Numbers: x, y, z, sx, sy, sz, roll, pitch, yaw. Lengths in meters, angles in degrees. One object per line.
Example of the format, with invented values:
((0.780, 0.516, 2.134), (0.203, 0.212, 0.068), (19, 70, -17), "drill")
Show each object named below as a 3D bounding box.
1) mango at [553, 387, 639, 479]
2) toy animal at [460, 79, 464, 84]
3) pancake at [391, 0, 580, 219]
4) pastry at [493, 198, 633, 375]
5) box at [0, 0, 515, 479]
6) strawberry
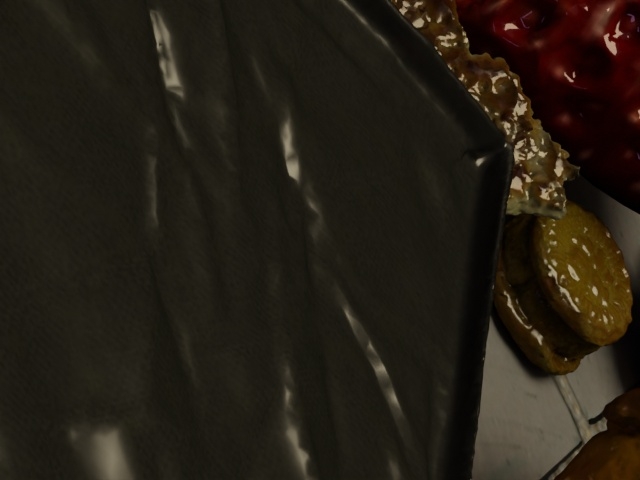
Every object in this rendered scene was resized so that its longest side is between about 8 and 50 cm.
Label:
((0.230, 0.215, 1.053), (0.350, 0.199, 0.201), (48, 62, -49), "mango")
((0.000, 0.000, 0.910), (0.188, 0.089, 0.179), (-11, 121, -45), "toy animal")
((0.048, -0.108, 1.032), (0.244, 0.057, 0.266), (31, 55, -6), "pancake")
((0.148, 0.027, 1.163), (0.097, 0.057, 0.109), (31, 43, -41), "pastry")
((-0.093, 0.031, 0.643), (0.251, 0.204, 0.345), (46, 36, -30), "box")
((0.213, -0.162, 1.193), (0.345, 0.295, 0.318), (12, 59, -29), "strawberry")
